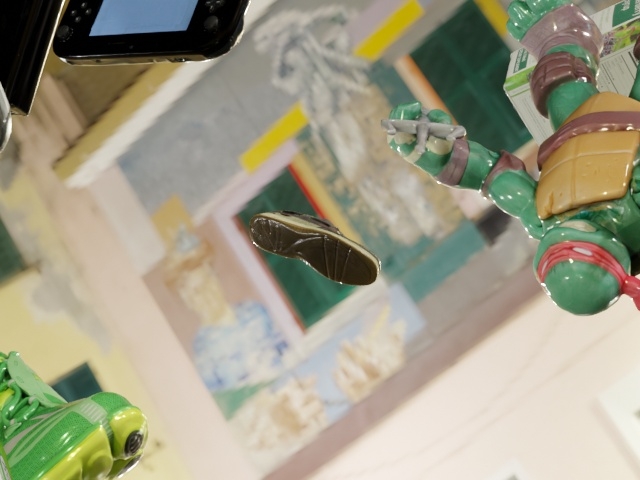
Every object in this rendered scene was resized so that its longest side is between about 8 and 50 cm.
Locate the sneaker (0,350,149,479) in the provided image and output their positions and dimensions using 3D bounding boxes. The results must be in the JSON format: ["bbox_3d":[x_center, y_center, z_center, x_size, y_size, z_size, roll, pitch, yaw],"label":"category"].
[{"bbox_3d":[-0.227,0.139,1.052,0.109,0.123,0.296,-28,6,-37],"label":"sneaker"}]

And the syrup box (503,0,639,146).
[{"bbox_3d":[0.318,-0.188,1.537,0.237,0.096,0.093,-24,23,25],"label":"syrup box"}]

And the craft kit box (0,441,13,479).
[{"bbox_3d":[-0.194,0.196,0.487,0.250,0.246,0.061,-20,-41,-11],"label":"craft kit box"}]

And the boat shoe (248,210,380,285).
[{"bbox_3d":[0.000,0.000,1.550,0.049,0.152,0.056,-41,-32,-49],"label":"boat shoe"}]

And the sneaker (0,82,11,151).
[{"bbox_3d":[-0.319,-0.139,1.064,0.086,0.228,0.132,-34,12,12],"label":"sneaker"}]

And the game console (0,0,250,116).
[{"bbox_3d":[-0.208,-0.216,1.336,0.361,0.213,0.044,3,-19,33],"label":"game console"}]

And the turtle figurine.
[{"bbox_3d":[0.120,-0.045,0.664,0.175,0.234,0.118,-7,-52,25],"label":"turtle figurine"}]
